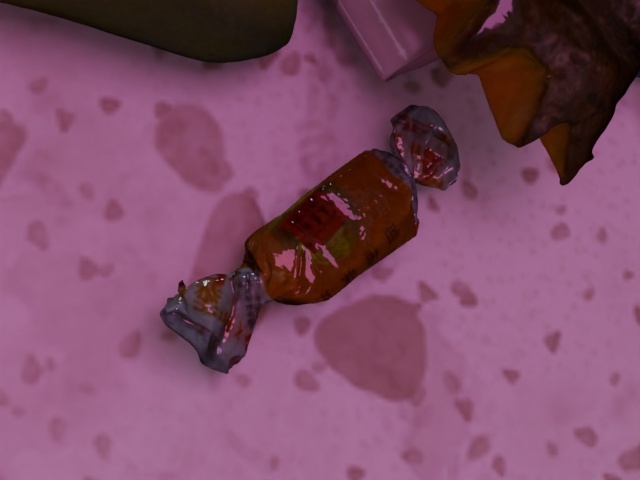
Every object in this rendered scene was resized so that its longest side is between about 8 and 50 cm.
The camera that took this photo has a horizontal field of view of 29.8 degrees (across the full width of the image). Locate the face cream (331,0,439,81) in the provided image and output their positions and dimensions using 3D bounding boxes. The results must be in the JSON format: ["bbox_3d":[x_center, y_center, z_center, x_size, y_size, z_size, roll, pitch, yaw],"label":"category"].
[{"bbox_3d":[0.013,-0.179,0.606,0.084,0.057,0.198,-28,89,-34],"label":"face cream"}]

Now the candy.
[{"bbox_3d":[0.000,0.000,0.566,0.182,0.046,0.053,-37,88,-27],"label":"candy"}]

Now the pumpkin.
[{"bbox_3d":[0.112,-0.175,0.548,0.130,0.149,0.254,27,47,-51],"label":"pumpkin"}]

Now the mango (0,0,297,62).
[{"bbox_3d":[-0.116,-0.167,0.543,0.238,0.091,0.137,15,79,-21],"label":"mango"}]

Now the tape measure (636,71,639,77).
[{"bbox_3d":[0.185,-0.154,0.646,0.125,0.081,0.146,-43,91,-12],"label":"tape measure"}]
